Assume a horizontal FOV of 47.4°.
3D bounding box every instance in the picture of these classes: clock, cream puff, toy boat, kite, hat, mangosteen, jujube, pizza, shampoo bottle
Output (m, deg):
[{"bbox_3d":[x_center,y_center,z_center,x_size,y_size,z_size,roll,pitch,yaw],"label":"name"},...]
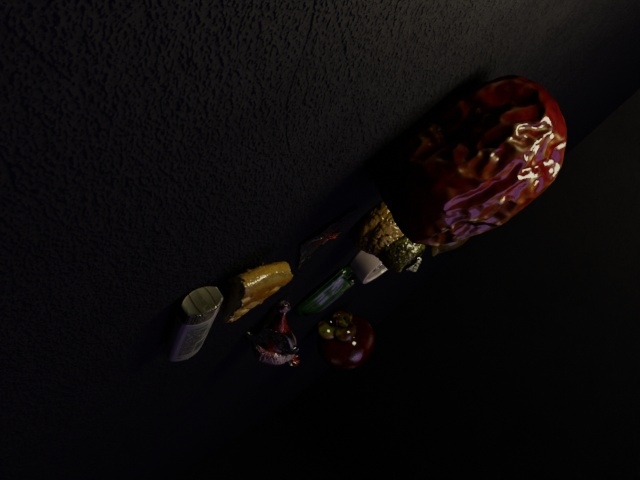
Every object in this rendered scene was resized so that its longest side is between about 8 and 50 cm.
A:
[{"bbox_3d":[0.179,0.040,2.124,0.197,0.068,0.197,-37,167,-10],"label":"clock"},{"bbox_3d":[0.189,0.000,1.799,0.183,0.169,0.183,-38,166,-11],"label":"cream puff"},{"bbox_3d":[0.014,0.155,2.101,0.210,0.052,0.104,-40,151,6],"label":"toy boat"},{"bbox_3d":[0.000,0.000,1.642,0.232,0.009,0.189,-45,167,28],"label":"kite"},{"bbox_3d":[-0.107,0.245,1.954,0.129,0.140,0.227,-41,158,-40],"label":"hat"},{"bbox_3d":[0.079,0.350,2.650,0.215,0.215,0.257,-38,136,-4],"label":"mangosteen"},{"bbox_3d":[0.299,-0.152,1.442,0.377,0.276,0.276,-28,168,7],"label":"jujube"},{"bbox_3d":[-0.151,0.101,1.460,0.194,0.069,0.154,-41,168,38],"label":"pizza"},{"bbox_3d":[-0.251,0.167,1.423,0.086,0.056,0.227,-28,163,-31],"label":"shampoo bottle"}]

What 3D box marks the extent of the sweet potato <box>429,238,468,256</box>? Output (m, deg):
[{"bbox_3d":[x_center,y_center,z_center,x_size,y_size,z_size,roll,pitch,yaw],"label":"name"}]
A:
[{"bbox_3d":[0.503,-0.102,2.410,0.423,0.130,0.130,-40,168,-18],"label":"sweet potato"}]
